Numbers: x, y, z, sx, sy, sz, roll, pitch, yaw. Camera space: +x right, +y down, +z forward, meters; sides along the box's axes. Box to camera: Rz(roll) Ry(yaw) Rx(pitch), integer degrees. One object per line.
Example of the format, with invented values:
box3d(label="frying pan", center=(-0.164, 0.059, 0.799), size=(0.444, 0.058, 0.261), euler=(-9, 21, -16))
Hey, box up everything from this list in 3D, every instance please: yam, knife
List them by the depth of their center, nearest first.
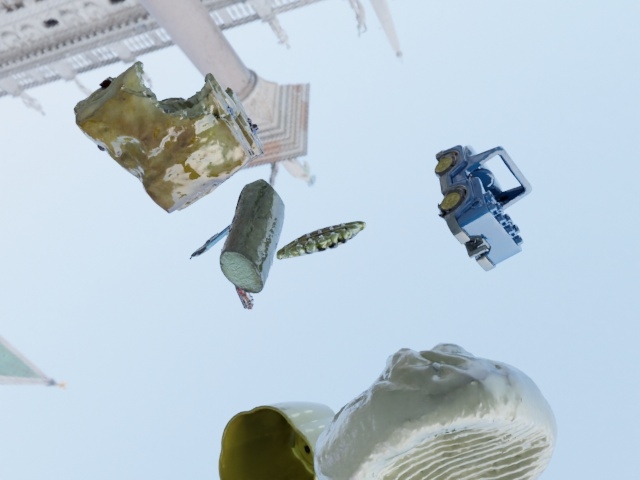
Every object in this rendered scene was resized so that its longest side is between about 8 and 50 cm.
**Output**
box3d(label="yam", center=(-0.084, -0.006, 0.746), size=(0.069, 0.070, 0.146), euler=(-6, -131, 22))
box3d(label="knife", center=(-0.296, -0.025, 1.763), size=(0.044, 0.026, 0.296), euler=(-25, -166, 39))

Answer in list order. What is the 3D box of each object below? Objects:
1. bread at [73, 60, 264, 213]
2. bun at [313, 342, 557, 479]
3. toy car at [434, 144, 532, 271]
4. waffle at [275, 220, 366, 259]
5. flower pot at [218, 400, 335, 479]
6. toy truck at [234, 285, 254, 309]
box3d(label="bread", center=(-0.319, -0.232, 1.313), size=(0.314, 0.370, 0.191), euler=(-34, -137, 5))
box3d(label="bun", center=(0.100, 0.181, 0.550), size=(0.231, 0.231, 0.133), euler=(-34, -144, 5))
box3d(label="toy car", center=(0.210, -0.056, 0.740), size=(0.100, 0.097, 0.191), euler=(-32, -150, 26))
box3d(label="waffle", center=(0.000, 0.000, 1.571), size=(0.207, 0.214, 0.054), euler=(-9, -78, 44))
box3d(label="flower pot", center=(-0.044, 0.361, 0.983), size=(0.195, 0.179, 0.195), euler=(-2, -95, 31))
box3d(label="toy truck", center=(-0.183, 0.131, 1.398), size=(0.032, 0.083, 0.024), euler=(-3, -143, 17))
